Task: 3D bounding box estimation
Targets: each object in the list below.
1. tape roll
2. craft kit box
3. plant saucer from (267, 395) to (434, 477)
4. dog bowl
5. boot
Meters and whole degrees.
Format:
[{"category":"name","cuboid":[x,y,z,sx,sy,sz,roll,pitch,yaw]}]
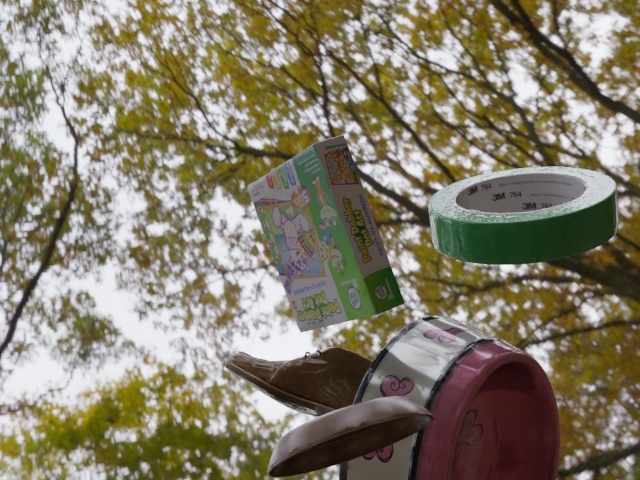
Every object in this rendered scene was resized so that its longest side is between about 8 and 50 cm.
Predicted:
[{"category":"tape roll","cuboid":[0.351,-0.049,1.645,0.321,0.321,0.077,-13,-72,-13]},{"category":"craft kit box","cuboid":[0.000,0.000,1.366,0.061,0.250,0.246,-22,-91,-28]},{"category":"plant saucer","cuboid":[0.025,0.186,0.905,0.169,0.029,0.168,-18,-21,-7]},{"category":"dog bowl","cuboid":[0.209,0.319,1.373,0.408,0.150,0.407,-5,-84,-49]},{"category":"boot","cuboid":[-0.014,0.214,1.468,0.112,0.305,0.115,40,-111,-58]}]
